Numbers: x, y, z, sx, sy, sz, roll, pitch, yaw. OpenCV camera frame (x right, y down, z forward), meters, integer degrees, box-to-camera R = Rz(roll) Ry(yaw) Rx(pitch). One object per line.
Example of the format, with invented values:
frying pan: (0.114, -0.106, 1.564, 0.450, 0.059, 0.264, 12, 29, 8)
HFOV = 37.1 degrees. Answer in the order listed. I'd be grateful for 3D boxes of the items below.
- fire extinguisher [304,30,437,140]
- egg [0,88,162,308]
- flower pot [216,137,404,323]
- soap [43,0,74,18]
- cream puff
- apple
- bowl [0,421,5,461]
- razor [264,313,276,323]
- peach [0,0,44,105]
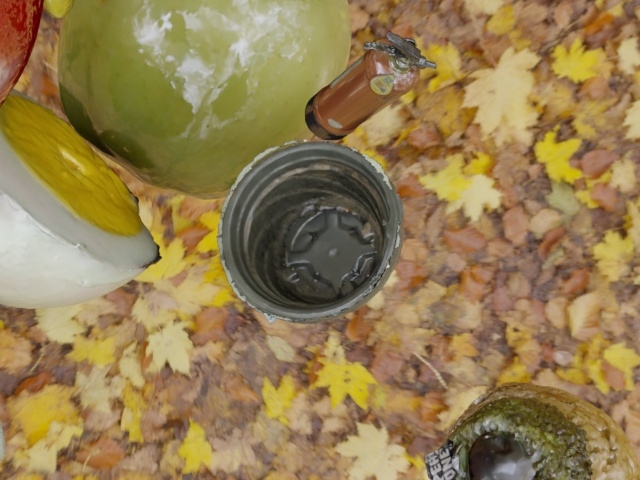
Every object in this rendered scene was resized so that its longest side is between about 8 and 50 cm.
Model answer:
fire extinguisher: (0.038, -0.130, 0.794, 0.062, 0.177, 0.050, 15, 73, -19)
egg: (-0.378, -0.026, 1.169, 0.337, 0.337, 0.201, 43, 102, -5)
flower pot: (0.000, 0.000, 1.192, 0.235, 0.140, 0.236, -4, 76, 15)
soap: (-0.205, -0.247, 0.691, 0.033, 0.089, 0.169, -9, 112, -5)
cream puff: (0.160, 0.200, 0.792, 0.183, 0.169, 0.183, -9, 72, 29)
apple: (-0.184, -0.289, 1.469, 0.473, 0.473, 0.474, 0, 87, -10)
bowl: (-0.633, 0.245, 1.521, 0.163, 0.307, 0.307, -25, 92, -30)
razor: (-0.089, 0.095, 1.734, 0.106, 0.232, 0.068, -36, 95, -14)
peach: (-0.289, -0.200, 0.530, 0.281, 0.281, 0.338, -8, 56, -10)
